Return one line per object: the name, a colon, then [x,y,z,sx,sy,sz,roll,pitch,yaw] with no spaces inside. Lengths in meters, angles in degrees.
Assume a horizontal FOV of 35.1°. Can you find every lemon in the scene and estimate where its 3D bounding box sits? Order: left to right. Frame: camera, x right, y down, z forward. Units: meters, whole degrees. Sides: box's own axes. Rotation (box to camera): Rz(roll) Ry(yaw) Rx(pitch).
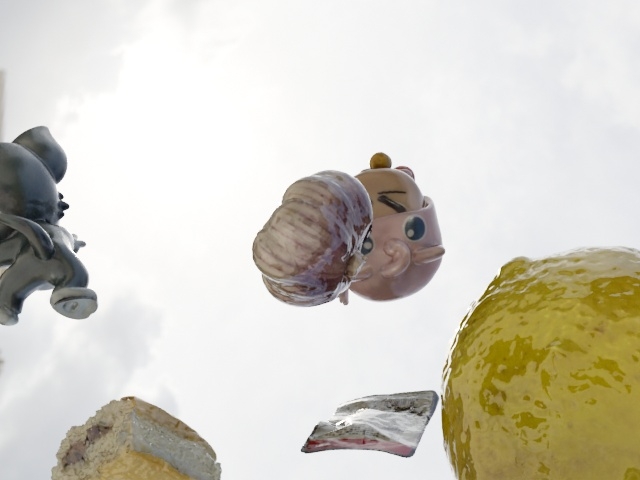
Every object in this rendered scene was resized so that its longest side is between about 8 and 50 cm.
lemon: [0.294,0.186,1.090,0.350,0.350,0.387,-31,-160,44]

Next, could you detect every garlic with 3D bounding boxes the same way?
garlic: [0.000,0.000,1.026,0.102,0.159,0.147,24,-83,13]

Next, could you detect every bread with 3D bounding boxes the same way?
bread: [-0.154,0.183,0.841,0.125,0.106,0.082,-36,-140,32]

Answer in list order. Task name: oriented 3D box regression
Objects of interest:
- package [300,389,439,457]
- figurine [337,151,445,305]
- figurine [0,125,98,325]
package: [0.073,0.253,1.410,0.154,0.239,0.030,-4,-84,16]
figurine: [0.076,-0.021,1.389,0.176,0.287,0.186,-20,-80,10]
figurine: [-0.337,-0.009,1.083,0.265,0.193,0.140,42,-37,49]
